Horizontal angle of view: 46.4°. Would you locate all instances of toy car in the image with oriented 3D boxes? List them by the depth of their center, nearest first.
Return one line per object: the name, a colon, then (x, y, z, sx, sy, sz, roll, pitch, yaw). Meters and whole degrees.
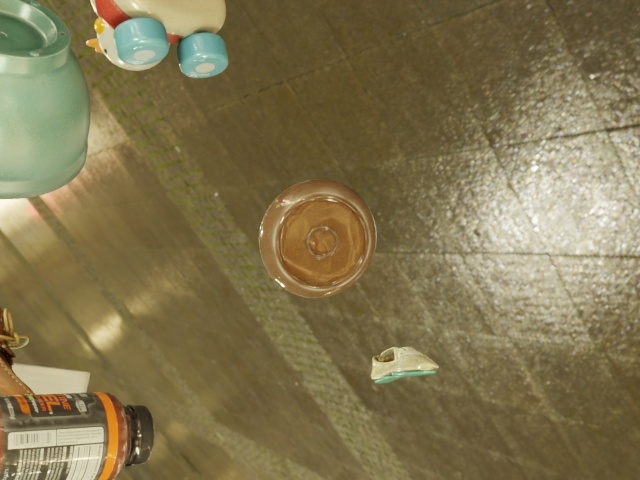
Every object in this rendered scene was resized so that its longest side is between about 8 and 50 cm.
toy car: (-0.286, -0.332, 1.130, 0.238, 0.210, 0.219, -23, 75, 40)

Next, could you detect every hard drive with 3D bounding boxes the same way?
hard drive: (-0.644, 0.454, 1.636, 0.047, 0.353, 0.233, 1, 167, 36)

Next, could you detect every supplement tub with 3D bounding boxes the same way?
supplement tub: (-0.291, 0.225, 0.840, 0.106, 0.198, 0.106, -10, 77, 49)

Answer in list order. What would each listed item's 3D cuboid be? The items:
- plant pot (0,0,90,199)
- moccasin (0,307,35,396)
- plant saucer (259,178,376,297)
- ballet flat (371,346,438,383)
plant pot: (-0.458, -0.226, 1.048, 0.293, 0.293, 0.196, 41, 128, 14)
moccasin: (-0.583, 0.155, 1.264, 0.380, 0.147, 0.139, 38, 138, 28)
plant saucer: (0.000, 0.000, 1.032, 0.168, 0.168, 0.029, 54, 175, -13)
ballet flat: (0.125, 0.193, 1.180, 0.168, 0.057, 0.052, -30, 60, 58)
